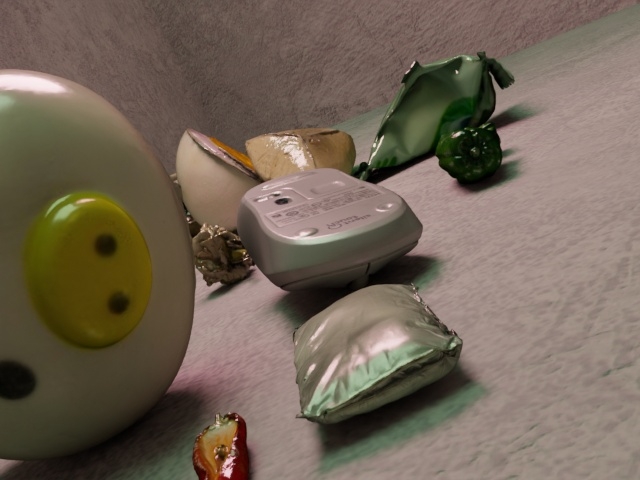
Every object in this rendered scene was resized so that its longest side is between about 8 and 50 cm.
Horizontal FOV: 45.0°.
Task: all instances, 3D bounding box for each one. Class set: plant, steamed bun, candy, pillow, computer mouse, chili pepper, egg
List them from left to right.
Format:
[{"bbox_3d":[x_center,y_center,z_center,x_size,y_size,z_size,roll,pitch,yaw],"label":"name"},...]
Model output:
[{"bbox_3d":[-0.287,0.026,0.747,0.334,0.373,0.334,-12,9,2],"label":"steamed bun"},{"bbox_3d":[-0.228,-0.123,1.731,0.174,0.264,0.286,-54,31,7],"label":"egg"},{"bbox_3d":[-0.067,0.163,0.542,0.045,0.027,0.178,-30,11,-3],"label":"chili pepper"},{"bbox_3d":[-0.138,0.017,1.201,0.122,0.104,0.116,-7,10,41],"label":"plant"},{"bbox_3d":[-0.020,-0.162,1.559,0.231,0.110,0.212,-8,44,-12],"label":"steamed bun"},{"bbox_3d":[0.000,0.000,0.931,0.184,0.121,0.297,-17,23,-21],"label":"computer mouse"},{"bbox_3d":[0.037,0.082,0.634,0.128,0.050,0.229,-22,9,1],"label":"pillow"},{"bbox_3d":[0.204,-0.235,1.590,0.398,0.172,0.263,-43,-5,16],"label":"candy"},{"bbox_3d":[0.227,-0.136,1.178,0.099,0.083,0.253,-21,7,16],"label":"chili pepper"}]

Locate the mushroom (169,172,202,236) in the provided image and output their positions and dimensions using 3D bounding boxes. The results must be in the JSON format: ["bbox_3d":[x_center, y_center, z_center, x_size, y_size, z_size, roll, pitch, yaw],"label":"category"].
[{"bbox_3d":[-0.338,-0.072,2.031,0.217,0.212,0.292,37,34,27],"label":"mushroom"}]
